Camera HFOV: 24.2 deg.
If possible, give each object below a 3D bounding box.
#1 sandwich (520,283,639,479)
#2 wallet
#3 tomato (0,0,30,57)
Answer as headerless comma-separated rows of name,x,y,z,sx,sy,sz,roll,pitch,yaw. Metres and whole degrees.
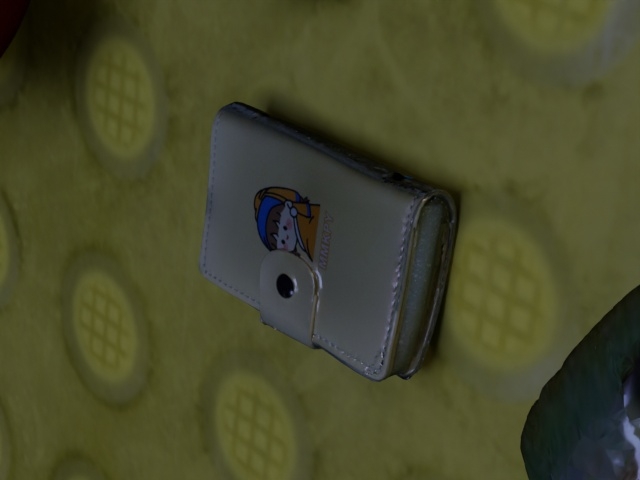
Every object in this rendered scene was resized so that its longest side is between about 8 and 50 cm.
sandwich,0.177,0.143,0.524,0.250,0.162,0.301,-38,69,52
wallet,0.000,0.000,0.783,0.155,0.039,0.110,28,117,41
tomato,-0.290,-0.212,0.917,0.298,0.226,0.299,24,124,40
